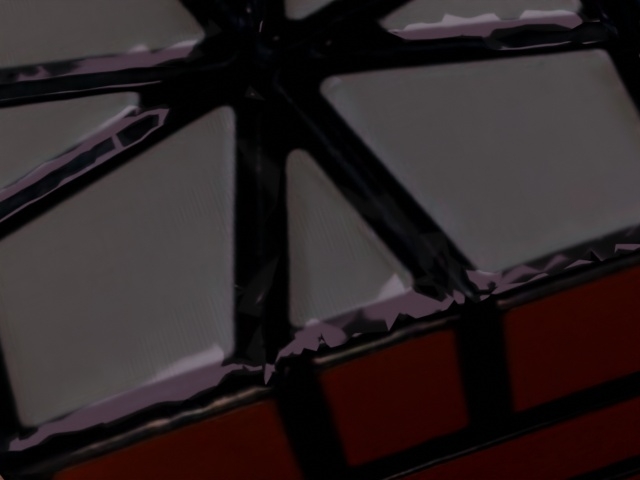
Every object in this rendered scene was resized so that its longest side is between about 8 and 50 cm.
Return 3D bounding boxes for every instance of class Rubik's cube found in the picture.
[{"bbox_3d":[0.000,0.000,0.784,0.293,0.283,0.288,-15,55,-4],"label":"Rubik's cube"}]
